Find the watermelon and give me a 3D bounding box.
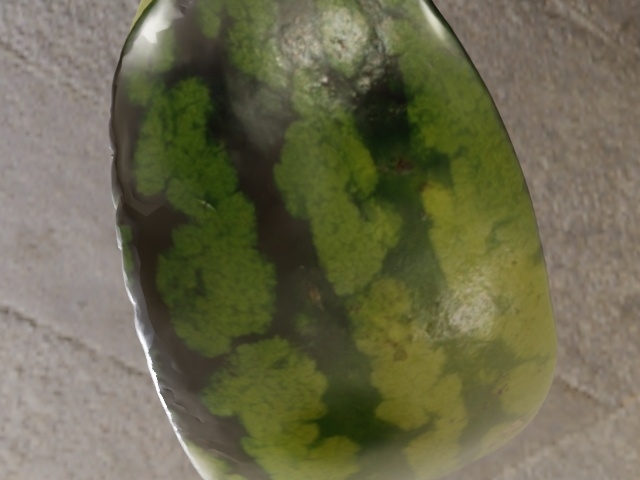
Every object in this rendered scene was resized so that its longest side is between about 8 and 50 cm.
[{"bbox_3d":[-0.015,0.016,0.544,0.128,0.159,0.303,-34,128,-25],"label":"watermelon"}]
